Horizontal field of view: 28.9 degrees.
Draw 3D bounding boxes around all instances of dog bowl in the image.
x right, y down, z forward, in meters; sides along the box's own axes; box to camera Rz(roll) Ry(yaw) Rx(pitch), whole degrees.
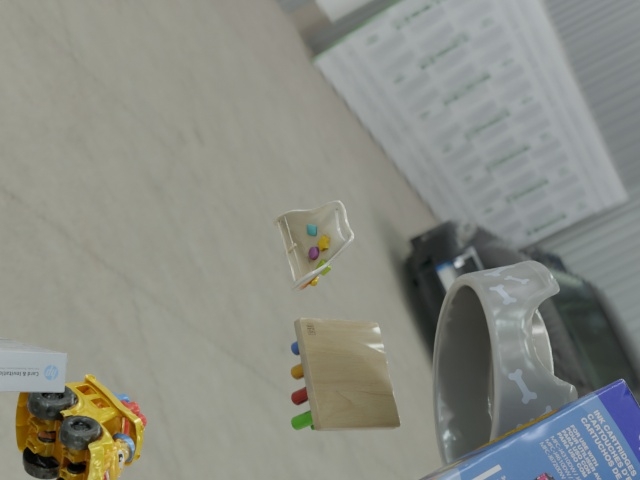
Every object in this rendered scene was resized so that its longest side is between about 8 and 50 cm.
[{"bbox_3d":[0.239,0.199,1.691,0.349,0.102,0.349,-179,-90,-80],"label":"dog bowl"}]

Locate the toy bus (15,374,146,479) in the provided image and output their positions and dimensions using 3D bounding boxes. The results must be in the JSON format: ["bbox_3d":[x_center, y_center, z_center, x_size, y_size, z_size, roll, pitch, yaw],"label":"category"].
[{"bbox_3d":[-0.363,0.319,2.027,0.211,0.149,0.220,-10,31,-41],"label":"toy bus"}]

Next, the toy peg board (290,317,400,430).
[{"bbox_3d":[0.018,0.202,1.785,0.161,0.079,0.161,7,63,-44],"label":"toy peg board"}]

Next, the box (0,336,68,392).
[{"bbox_3d":[-0.331,0.106,1.115,0.145,0.186,0.038,6,88,-35],"label":"box"}]

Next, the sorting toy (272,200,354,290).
[{"bbox_3d":[0.000,0.000,1.216,0.045,0.075,0.083,21,42,-43],"label":"sorting toy"}]

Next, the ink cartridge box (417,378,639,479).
[{"bbox_3d":[0.200,0.296,1.347,0.395,0.270,0.151,-18,75,-36],"label":"ink cartridge box"}]
